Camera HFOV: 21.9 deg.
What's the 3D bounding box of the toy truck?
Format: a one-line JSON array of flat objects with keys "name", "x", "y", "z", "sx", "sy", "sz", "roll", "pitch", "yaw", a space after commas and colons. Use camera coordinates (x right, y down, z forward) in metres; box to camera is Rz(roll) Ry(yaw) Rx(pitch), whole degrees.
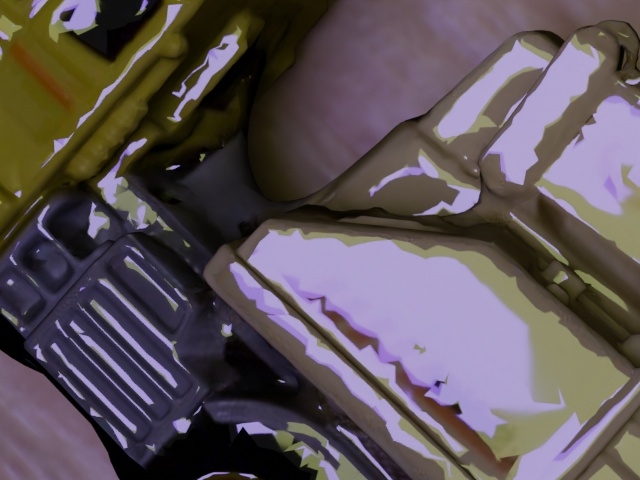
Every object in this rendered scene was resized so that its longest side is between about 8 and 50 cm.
[{"name": "toy truck", "x": 0.000, "y": 0.000, "z": 0.588, "sx": 0.405, "sy": 0.180, "sz": 0.254, "roll": 44, "pitch": 101, "yaw": 8}]
